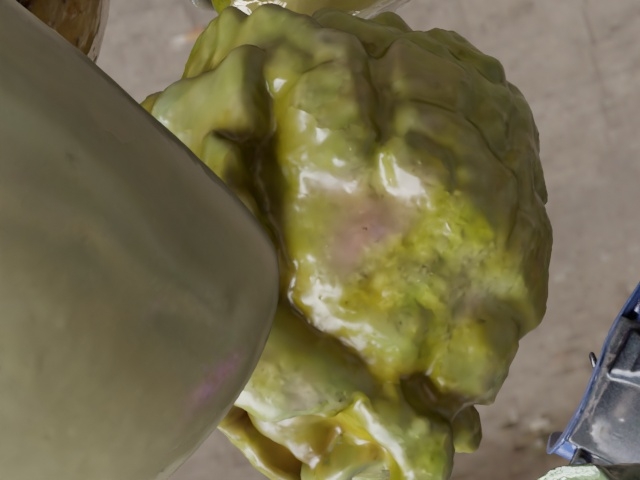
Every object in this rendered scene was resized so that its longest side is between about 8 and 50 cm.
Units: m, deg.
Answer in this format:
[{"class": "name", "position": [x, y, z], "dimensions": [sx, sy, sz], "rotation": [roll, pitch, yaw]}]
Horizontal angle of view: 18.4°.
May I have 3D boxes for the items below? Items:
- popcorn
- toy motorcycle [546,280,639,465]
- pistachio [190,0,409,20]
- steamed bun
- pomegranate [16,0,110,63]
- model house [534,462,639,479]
[{"class": "popcorn", "position": [0.000, 0.000, 0.969], "dimensions": [0.212, 0.259, 0.259], "rotation": [31, 135, -21]}, {"class": "toy motorcycle", "position": [0.259, 0.106, 1.468], "dimensions": [0.359, 0.125, 0.212], "rotation": [-63, 176, 8]}, {"class": "pistachio", "position": [0.033, -0.237, 1.382], "dimensions": [0.288, 0.166, 0.197], "rotation": [-34, 150, -2]}, {"class": "steamed bun", "position": [-0.147, 0.008, 0.626], "dimensions": [0.200, 0.170, 0.225], "rotation": [-2, 144, 44]}, {"class": "pomegranate", "position": [-0.301, -0.195, 1.420], "dimensions": [0.322, 0.322, 0.322], "rotation": [-11, 153, -5]}, {"class": "model house", "position": [0.123, 0.130, 0.785], "dimensions": [0.066, 0.079, 0.083], "rotation": [-30, 154, 35]}]
